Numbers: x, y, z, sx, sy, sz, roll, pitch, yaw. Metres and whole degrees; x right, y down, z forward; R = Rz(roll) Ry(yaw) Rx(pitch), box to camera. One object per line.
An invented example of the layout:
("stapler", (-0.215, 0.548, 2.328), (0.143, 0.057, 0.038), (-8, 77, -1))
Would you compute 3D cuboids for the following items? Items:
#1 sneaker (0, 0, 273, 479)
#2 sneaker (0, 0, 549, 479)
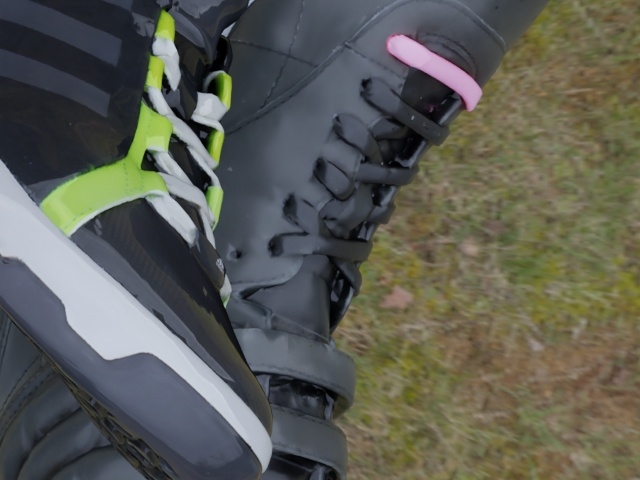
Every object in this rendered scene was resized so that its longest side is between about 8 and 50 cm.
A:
("sneaker", (-0.057, -0.042, 0.408), (0.097, 0.234, 0.084), (-32, 144, -5))
("sneaker", (0.000, 0.000, 0.515), (0.296, 0.147, 0.104), (-39, 145, 16))
